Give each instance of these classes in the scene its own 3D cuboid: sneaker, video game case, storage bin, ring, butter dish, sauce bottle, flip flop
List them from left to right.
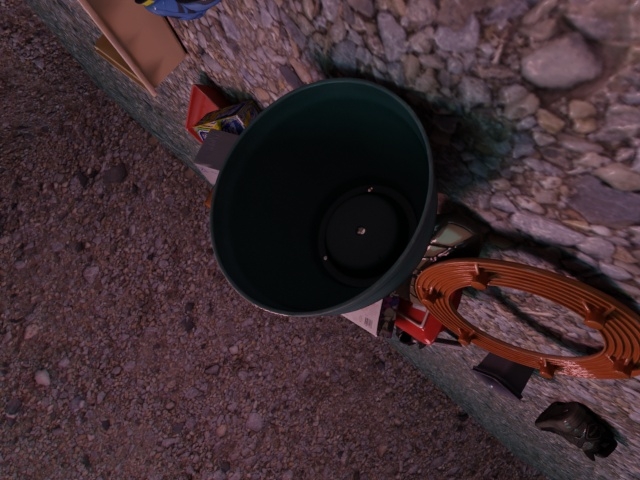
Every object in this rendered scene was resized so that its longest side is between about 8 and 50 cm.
[{"bbox_3d":[-0.433,-0.470,0.819,0.260,0.123,0.262,37,170,20],"label":"storage bin"},{"bbox_3d":[-0.182,-0.352,0.584,0.209,0.069,0.082,22,-166,39],"label":"sneaker"},{"bbox_3d":[0.057,-0.131,0.661,0.128,0.042,0.042,44,170,-30],"label":"sauce bottle"},{"bbox_3d":[0.118,0.091,0.939,0.041,0.211,0.232,13,177,-16],"label":"video game case"},{"bbox_3d":[0.273,0.254,1.276,0.109,0.130,0.286,39,172,-3],"label":"sneaker"},{"bbox_3d":[0.233,0.122,0.871,0.118,0.160,0.159,16,-173,-35],"label":"butter dish"},{"bbox_3d":[0.193,0.032,0.701,0.112,0.080,0.277,28,154,16],"label":"flip flop"},{"bbox_3d":[0.368,0.311,1.271,0.121,0.011,0.087,8,180,11],"label":"video game case"},{"bbox_3d":[0.441,0.311,0.981,0.098,0.091,0.135,41,171,-1],"label":"storage bin"},{"bbox_3d":[0.302,0.134,0.631,0.336,0.032,0.337,25,158,11],"label":"ring"},{"bbox_3d":[0.610,0.461,0.999,0.130,0.087,0.228,45,167,19],"label":"sneaker"}]

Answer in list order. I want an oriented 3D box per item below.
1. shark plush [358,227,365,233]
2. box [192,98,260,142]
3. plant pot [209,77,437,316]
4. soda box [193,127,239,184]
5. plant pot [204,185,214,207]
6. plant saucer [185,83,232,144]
[{"bbox_3d":[0.106,-0.049,0.886,0.067,0.073,0.161,63,-166,19],"label":"shark plush"},{"bbox_3d":[-0.201,-0.254,0.902,0.168,0.059,0.054,2,139,42],"label":"box"},{"bbox_3d":[0.028,-0.033,0.564,0.293,0.293,0.196,35,-178,32],"label":"plant pot"},{"bbox_3d":[-0.107,-0.139,0.856,0.285,0.091,0.098,17,164,14],"label":"soda box"},{"bbox_3d":[-0.230,-0.126,1.328,0.290,0.203,0.291,41,171,8],"label":"plant pot"},{"bbox_3d":[-0.226,-0.260,1.066,0.258,0.048,0.259,43,160,-11],"label":"plant saucer"}]
